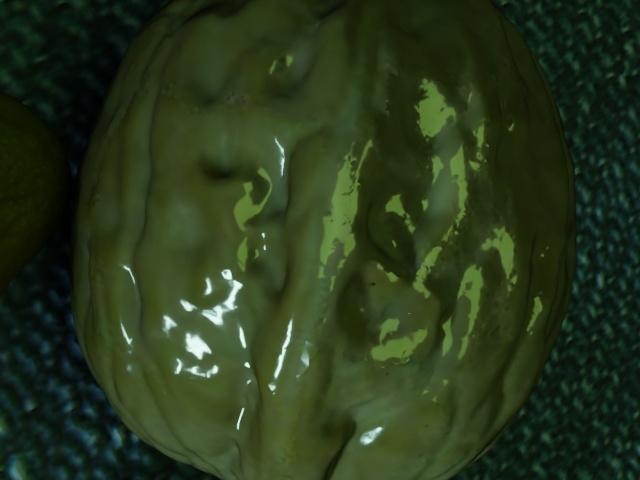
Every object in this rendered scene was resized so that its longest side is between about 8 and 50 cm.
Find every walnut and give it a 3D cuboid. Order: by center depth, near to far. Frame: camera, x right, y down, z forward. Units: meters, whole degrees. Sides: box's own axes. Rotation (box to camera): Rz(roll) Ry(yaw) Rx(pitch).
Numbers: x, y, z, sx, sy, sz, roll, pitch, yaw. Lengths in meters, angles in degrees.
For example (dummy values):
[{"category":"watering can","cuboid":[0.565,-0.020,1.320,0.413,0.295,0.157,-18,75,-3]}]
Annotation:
[{"category":"walnut","cuboid":[0.000,0.000,0.466,0.213,0.213,0.213,-2,93,-33]}]

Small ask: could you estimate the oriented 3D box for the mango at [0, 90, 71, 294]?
[{"category":"mango","cuboid":[-0.177,0.023,0.401,0.227,0.099,0.136,-50,122,-32]}]
